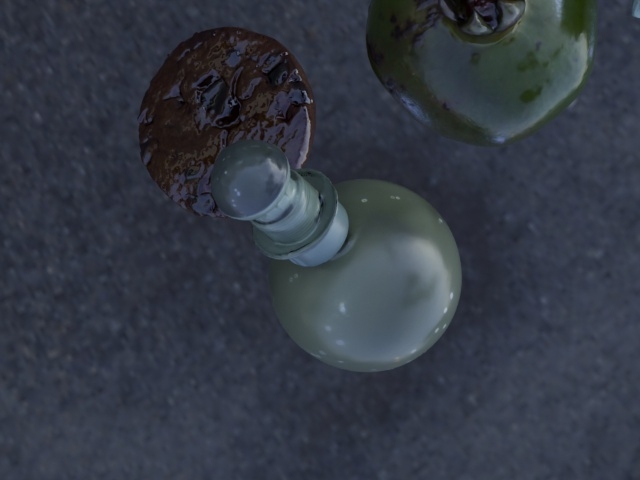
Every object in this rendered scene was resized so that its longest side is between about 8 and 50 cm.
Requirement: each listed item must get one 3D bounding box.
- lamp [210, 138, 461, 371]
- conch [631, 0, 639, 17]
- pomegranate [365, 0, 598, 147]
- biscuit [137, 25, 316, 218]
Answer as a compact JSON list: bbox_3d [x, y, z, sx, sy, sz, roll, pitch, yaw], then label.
[{"bbox_3d":[0.000,0.000,0.787,0.091,0.091,0.163,-43,142,7],"label":"lamp"},{"bbox_3d":[0.285,-0.223,1.277,0.137,0.234,0.114,-28,130,26],"label":"conch"},{"bbox_3d":[0.133,-0.160,1.310,0.179,0.210,0.179,-3,99,-21],"label":"pomegranate"},{"bbox_3d":[-0.092,-0.112,1.660,0.192,0.192,0.049,-52,153,17],"label":"biscuit"}]
